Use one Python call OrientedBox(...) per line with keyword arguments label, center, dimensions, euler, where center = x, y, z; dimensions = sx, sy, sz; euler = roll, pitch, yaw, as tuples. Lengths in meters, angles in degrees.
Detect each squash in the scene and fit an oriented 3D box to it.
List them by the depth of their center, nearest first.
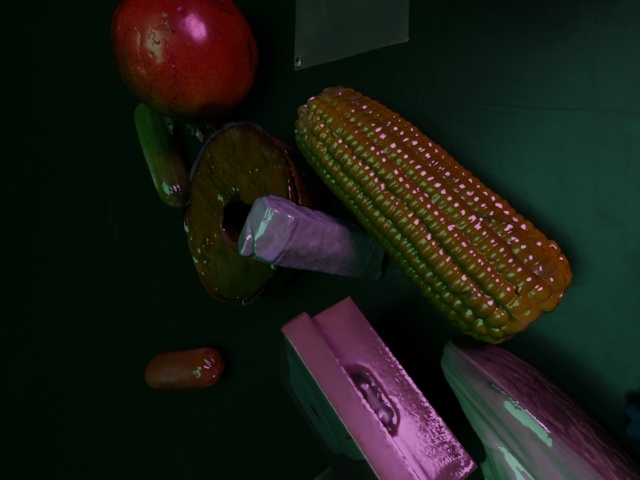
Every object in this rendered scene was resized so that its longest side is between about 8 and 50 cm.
OrientedBox(label="squash", center=(-0.304, -0.169, 0.775), dimensions=(0.069, 0.069, 0.238), euler=(-31, 74, 33))

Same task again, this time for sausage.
OrientedBox(label="sausage", center=(-0.253, 0.240, 0.747), dimensions=(0.198, 0.076, 0.076), euler=(-16, 82, 34))

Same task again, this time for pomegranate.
OrientedBox(label="pomegranate", center=(-0.203, -0.275, 0.621), dimensions=(0.210, 0.210, 0.235), euler=(45, 142, 27))

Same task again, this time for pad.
OrientedBox(label="pad", center=(0.035, -0.310, 0.557), dimensions=(0.188, 0.006, 0.112), euler=(4, 93, 36))

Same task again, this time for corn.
OrientedBox(label="corn", center=(0.099, -0.047, 0.441), dimensions=(0.344, 0.131, 0.131), euler=(51, 119, 25))

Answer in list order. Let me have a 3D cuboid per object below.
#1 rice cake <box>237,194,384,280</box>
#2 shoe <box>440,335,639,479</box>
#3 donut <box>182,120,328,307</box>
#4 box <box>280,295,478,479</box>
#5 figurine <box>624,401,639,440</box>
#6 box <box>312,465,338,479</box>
OrientedBox(label="rice cake", center=(0.000, 0.000, 0.482), dimensions=(0.063, 0.207, 0.069), euler=(37, 109, 45))
OrientedBox(label="shoe", center=(0.205, 0.243, 0.359), dimensions=(0.316, 0.124, 0.159), euler=(47, 116, 38))
OrientedBox(label="donut", center=(-0.101, -0.036, 0.613), dimensions=(0.272, 0.107, 0.271), euler=(2, 93, 42))
OrientedBox(label="box", center=(0.043, 0.200, 0.457), dimensions=(0.215, 0.086, 0.215), euler=(52, 157, 25))
OrientedBox(label="figurine", center=(0.367, 0.166, 0.225), dimensions=(0.298, 0.243, 0.415), euler=(-41, 47, 40))
OrientedBox(label="box", center=(0.024, 0.378, 0.537), dimensions=(0.125, 0.089, 0.043), euler=(50, 119, 26))
